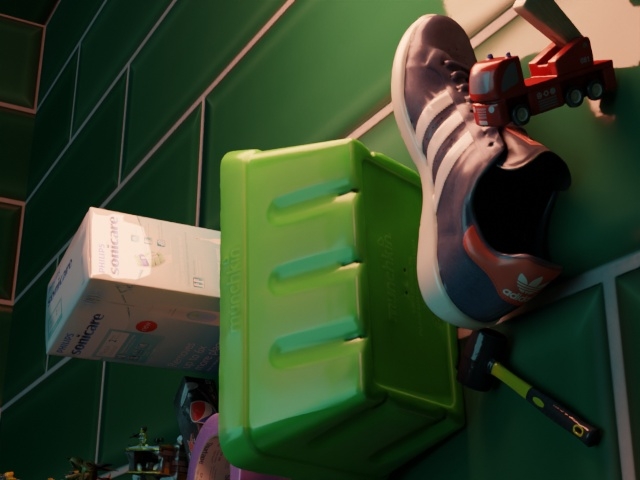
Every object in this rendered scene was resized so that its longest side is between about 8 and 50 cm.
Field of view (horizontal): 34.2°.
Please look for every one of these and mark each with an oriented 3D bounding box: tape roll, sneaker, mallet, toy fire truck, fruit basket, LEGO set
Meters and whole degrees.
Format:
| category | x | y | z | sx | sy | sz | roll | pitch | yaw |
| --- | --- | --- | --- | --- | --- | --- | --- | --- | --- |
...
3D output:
| category | x | y | z | sx | sy | sz | roll | pitch | yaw |
| --- | --- | --- | --- | --- | --- | --- | --- | --- | --- |
| tape roll | -0.117 | 0.339 | 1.452 | 0.189 | 0.080 | 0.189 | -36 | 48 | 53 |
| sneaker | 0.169 | -0.093 | 1.037 | 0.148 | 0.131 | 0.350 | -32 | 57 | 46 |
| mallet | 0.191 | 0.150 | 0.983 | 0.190 | 0.039 | 0.062 | 47 | 120 | 54 |
| toy fire truck | 0.215 | -0.189 | 0.955 | 0.047 | 0.192 | 0.135 | 13 | 119 | 64 |
| fruit basket | -0.025 | 0.103 | 1.202 | 0.392 | 0.283 | 0.392 | -21 | 59 | 39 |
| LEGO set | -0.355 | 0.388 | 1.666 | 0.331 | 0.255 | 0.192 | -11 | 68 | 39 |

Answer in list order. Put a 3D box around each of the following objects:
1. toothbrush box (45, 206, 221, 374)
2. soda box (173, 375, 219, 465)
| category | x | y | z | sx | sy | sz | roll | pitch | yaw |
| --- | --- | --- | --- | --- | --- | --- | --- | --- | --- |
| toothbrush box | -0.234 | 0.083 | 1.544 | 0.216 | 0.295 | 0.126 | -49 | 38 | 43 |
| soda box | -0.185 | 0.290 | 1.632 | 0.060 | 0.053 | 0.169 | -64 | 31 | 26 |
